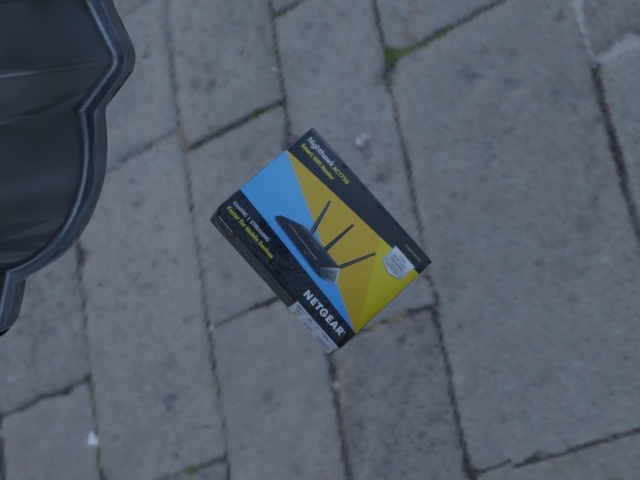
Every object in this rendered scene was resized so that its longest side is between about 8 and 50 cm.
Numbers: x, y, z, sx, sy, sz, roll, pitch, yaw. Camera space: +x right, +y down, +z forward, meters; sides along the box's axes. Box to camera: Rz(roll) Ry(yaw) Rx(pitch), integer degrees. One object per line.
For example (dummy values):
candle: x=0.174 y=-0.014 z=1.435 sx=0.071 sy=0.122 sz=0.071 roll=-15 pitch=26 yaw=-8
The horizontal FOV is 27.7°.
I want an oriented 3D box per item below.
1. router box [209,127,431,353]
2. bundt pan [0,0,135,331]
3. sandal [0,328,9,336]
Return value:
router box: x=0.000 y=0.000 z=1.265 sx=0.179 sy=0.133 sz=0.046 roll=48 pitch=160 yaw=-1
bundt pan: x=-0.243 y=-0.087 z=0.476 sx=0.331 sy=0.124 sz=0.331 roll=6 pitch=105 yaw=21
sandal: x=-0.314 y=0.027 z=1.006 sx=0.067 sy=0.179 sz=0.040 roll=-33 pitch=31 yaw=25
